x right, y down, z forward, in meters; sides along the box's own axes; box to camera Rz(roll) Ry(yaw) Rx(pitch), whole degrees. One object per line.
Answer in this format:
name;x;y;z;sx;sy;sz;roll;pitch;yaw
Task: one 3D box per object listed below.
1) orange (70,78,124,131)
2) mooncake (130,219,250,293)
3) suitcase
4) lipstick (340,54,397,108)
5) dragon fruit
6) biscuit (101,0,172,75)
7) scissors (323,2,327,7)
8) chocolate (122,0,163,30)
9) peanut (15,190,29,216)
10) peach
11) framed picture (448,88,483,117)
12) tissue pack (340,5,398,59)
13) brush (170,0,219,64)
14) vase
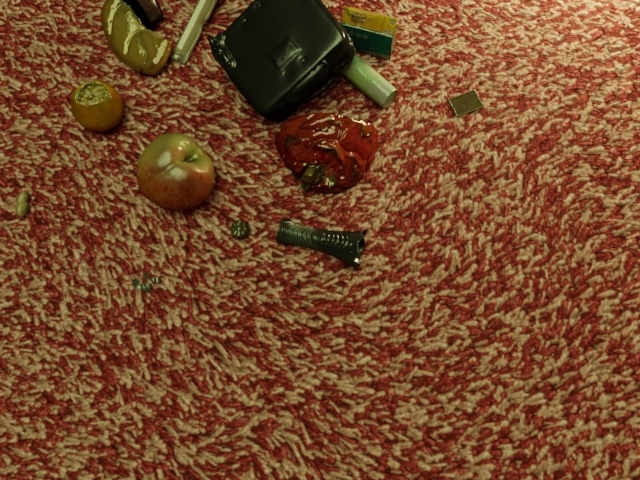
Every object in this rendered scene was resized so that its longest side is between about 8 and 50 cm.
orange;-0.682;-0.411;1.474;0.154;0.134;0.155;-1;83;6
mooncake;-0.363;0.043;1.382;0.150;0.057;0.347;38;74;25
suitcase;-0.106;-0.553;1.412;0.345;0.188;0.339;-39;78;12
lipstick;0.105;-0.526;1.483;0.304;0.076;0.076;43;82;13
dragon fruit;0.016;-0.250;1.379;0.316;0.152;0.205;-2;77;3
biscuit;-0.608;-0.651;1.555;0.299;0.045;0.154;43;100;8
scissors;-0.121;-0.684;1.564;0.317;0.024;0.160;-45;77;-6
chocolate;-0.580;-0.776;1.576;0.148;0.125;0.080;40;65;16
peanut;-0.899;-0.112;1.459;0.037;0.037;0.083;-5;77;2
peach;-0.418;-0.184;1.382;0.232;0.232;0.233;-1;75;3
framed picture;0.441;-0.416;1.467;0.089;0.007;0.066;-23;75;-3
tissue pack;0.149;-0.638;1.485;0.169;0.120;0.082;19;79;9
brush;-0.393;-0.721;1.583;0.060;0.050;0.321;25;86;7
vase;0.000;0.000;1.344;0.237;0.115;0.115;13;77;11
